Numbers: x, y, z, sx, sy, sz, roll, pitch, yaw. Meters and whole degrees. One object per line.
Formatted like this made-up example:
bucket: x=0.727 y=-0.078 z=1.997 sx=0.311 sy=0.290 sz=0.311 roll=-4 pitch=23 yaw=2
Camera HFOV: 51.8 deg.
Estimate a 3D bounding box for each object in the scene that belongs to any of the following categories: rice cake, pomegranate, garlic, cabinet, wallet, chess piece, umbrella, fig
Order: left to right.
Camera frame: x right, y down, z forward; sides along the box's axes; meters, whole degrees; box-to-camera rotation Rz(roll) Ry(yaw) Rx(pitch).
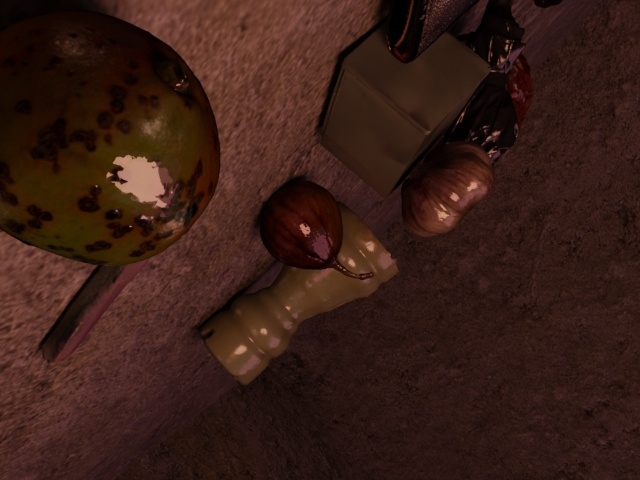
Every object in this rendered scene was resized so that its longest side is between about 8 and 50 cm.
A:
pomegranate: x=-0.157 y=-0.055 z=0.418 sx=0.205 sy=0.159 sz=0.159 roll=-21 pitch=-174 yaw=33
rice cake: x=-0.274 y=0.075 z=0.796 sx=0.206 sy=0.036 sz=0.047 roll=-48 pitch=161 yaw=19
chess piece: x=-0.058 y=0.125 z=1.501 sx=0.442 sy=0.234 sz=0.234 roll=-39 pitch=171 yaw=-6
fig: x=-0.027 y=-0.008 z=1.155 sx=0.148 sy=0.202 sz=0.149 roll=-26 pitch=-161 yaw=-26
cabinet: x=0.108 y=-0.192 z=0.938 sx=0.145 sy=0.150 sz=0.206 roll=-46 pitch=173 yaw=-22
garlic: x=0.176 y=-0.079 z=0.956 sx=0.159 sy=0.102 sz=0.147 roll=-38 pitch=-162 yaw=50
wallet: x=0.171 y=-0.356 z=0.758 sx=0.221 sy=0.071 sz=0.262 roll=-41 pitch=163 yaw=-20
umbrella: x=0.269 y=-0.281 z=1.036 sx=0.118 sy=0.118 sz=0.340 roll=-11 pitch=110 yaw=-75

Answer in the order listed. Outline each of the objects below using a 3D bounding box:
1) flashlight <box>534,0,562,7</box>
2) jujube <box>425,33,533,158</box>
flashlight: x=0.580 y=-0.623 z=1.299 sx=0.424 sy=0.103 sz=0.103 roll=-45 pitch=171 yaw=-2
jujube: x=0.268 y=-0.246 z=1.202 sx=0.213 sy=0.213 sz=0.232 roll=-40 pitch=157 yaw=-30
